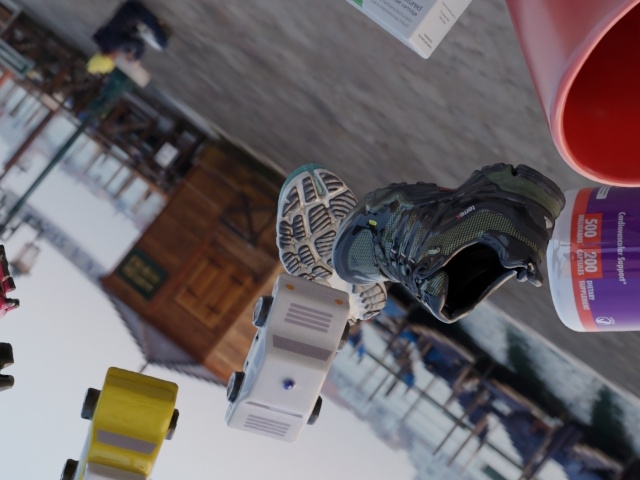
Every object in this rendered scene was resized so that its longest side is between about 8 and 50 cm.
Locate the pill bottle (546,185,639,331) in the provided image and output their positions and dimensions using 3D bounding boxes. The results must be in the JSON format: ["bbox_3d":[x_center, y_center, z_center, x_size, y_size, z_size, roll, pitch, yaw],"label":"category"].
[{"bbox_3d":[0.446,0.017,1.332,0.322,0.182,0.181,-4,153,26],"label":"pill bottle"}]

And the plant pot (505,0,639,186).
[{"bbox_3d":[0.290,-0.226,1.015,0.275,0.275,0.243,44,-161,-49],"label":"plant pot"}]

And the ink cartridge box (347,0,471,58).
[{"bbox_3d":[0.119,-0.339,1.265,0.153,0.208,0.087,39,-172,19],"label":"ink cartridge box"}]

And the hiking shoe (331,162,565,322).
[{"bbox_3d":[0.087,0.012,0.910,0.226,0.114,0.086,-19,129,42],"label":"hiking shoe"}]

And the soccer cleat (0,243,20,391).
[{"bbox_3d":[-0.356,0.058,1.011,0.331,0.143,0.116,-126,26,-68],"label":"soccer cleat"}]

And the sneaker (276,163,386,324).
[{"bbox_3d":[0.000,0.000,1.324,0.275,0.107,0.110,72,175,-54],"label":"sneaker"}]

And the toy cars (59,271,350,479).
[{"bbox_3d":[-0.124,0.186,1.164,0.176,0.393,0.087,58,-172,-22],"label":"toy cars"}]
